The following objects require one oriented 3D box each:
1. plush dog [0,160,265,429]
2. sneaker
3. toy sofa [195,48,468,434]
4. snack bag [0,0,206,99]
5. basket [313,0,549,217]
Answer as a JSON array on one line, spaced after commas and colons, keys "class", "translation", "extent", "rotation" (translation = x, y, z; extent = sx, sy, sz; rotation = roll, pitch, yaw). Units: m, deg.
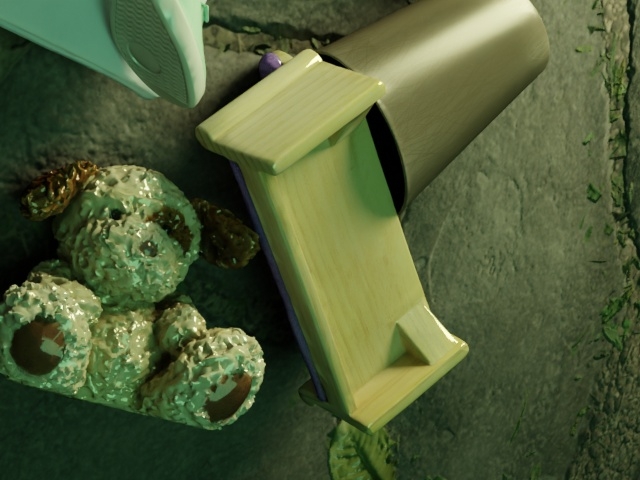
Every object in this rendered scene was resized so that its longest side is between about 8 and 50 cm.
[{"class": "plush dog", "translation": [-0.185, 0.041, 1.598], "extent": [0.262, 0.210, 0.225], "rotation": [17, 82, -23]}, {"class": "sneaker", "translation": [-0.113, -0.241, 1.479], "extent": [0.151, 0.094, 0.256], "rotation": [-47, 144, -29]}, {"class": "toy sofa", "translation": [0.000, 0.000, 1.698], "extent": [0.150, 0.177, 0.363], "rotation": [-38, 129, -24]}, {"class": "snack bag", "translation": [-0.167, -0.309, 1.476], "extent": [0.323, 0.037, 0.343], "rotation": [21, 94, -57]}, {"class": "basket", "translation": [0.111, -0.162, 1.742], "extent": [0.227, 0.154, 0.204], "rotation": [-37, 134, -24]}]
